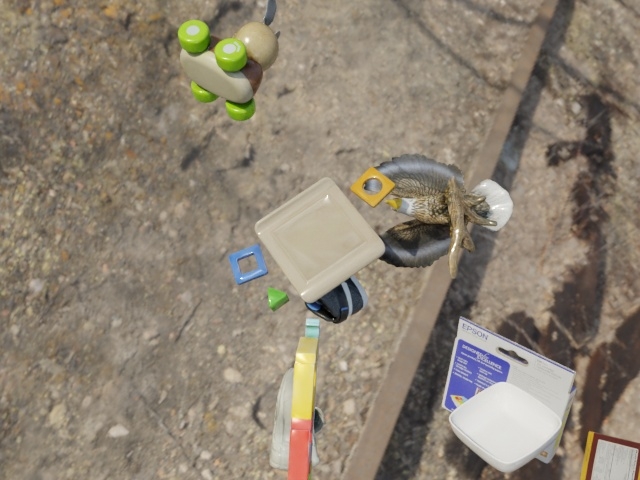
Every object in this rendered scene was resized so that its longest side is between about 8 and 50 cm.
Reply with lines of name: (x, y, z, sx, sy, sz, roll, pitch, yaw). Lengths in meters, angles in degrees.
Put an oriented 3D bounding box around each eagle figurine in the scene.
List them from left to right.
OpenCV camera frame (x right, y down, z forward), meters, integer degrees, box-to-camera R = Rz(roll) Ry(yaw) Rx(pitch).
eagle figurine: (0.218, -0.062, 1.595, 0.225, 0.298, 0.226, 43, 79, -15)

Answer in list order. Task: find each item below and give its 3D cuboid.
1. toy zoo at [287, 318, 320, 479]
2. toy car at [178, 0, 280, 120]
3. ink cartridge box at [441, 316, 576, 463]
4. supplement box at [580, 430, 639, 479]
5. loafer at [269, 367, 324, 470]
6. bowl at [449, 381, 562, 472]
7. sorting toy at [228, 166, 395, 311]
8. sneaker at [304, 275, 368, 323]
toy zoo: (-0.024, 0.262, 1.140, 0.030, 0.192, 0.293, 3, 85, 2)
toy car: (-0.133, -0.332, 1.324, 0.149, 0.155, 0.188, 30, 65, 17)
ink cartridge box: (0.463, 0.357, 1.898, 0.303, 0.307, 0.072, 26, 36, 29)
supplement box: (0.578, 0.418, 1.308, 0.191, 0.194, 0.129, 15, 81, -8)
loafer: (-0.047, 0.398, 1.727, 0.111, 0.112, 0.319, 9, 27, -3)
bowl: (0.293, 0.302, 1.223, 0.142, 0.053, 0.142, -26, 35, -25)
sorting toy: (0.000, 0.000, 1.448, 0.347, 0.047, 0.196, -34, 64, -5)
sneaker: (-0.004, 0.070, 1.577, 0.121, 0.079, 0.217, -29, 78, -41)
